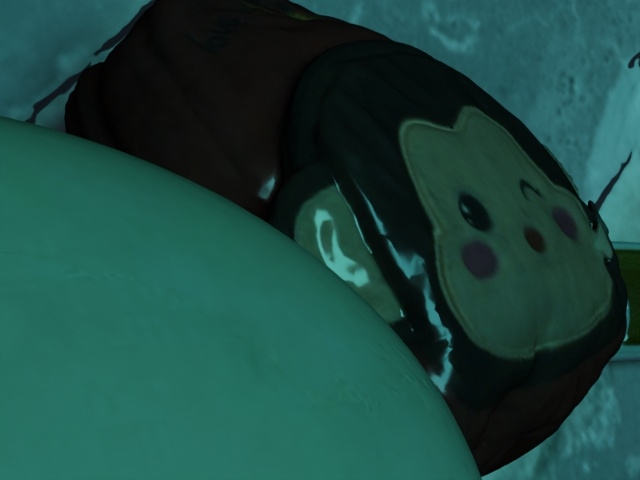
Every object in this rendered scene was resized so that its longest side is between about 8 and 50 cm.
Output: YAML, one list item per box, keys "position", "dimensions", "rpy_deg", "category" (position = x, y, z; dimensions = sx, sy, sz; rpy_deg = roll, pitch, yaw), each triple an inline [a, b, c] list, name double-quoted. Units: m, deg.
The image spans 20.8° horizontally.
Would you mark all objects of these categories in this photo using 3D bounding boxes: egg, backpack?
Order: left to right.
- position: [-0.132, 0.101, 0.418]
  dimensions: [0.388, 0.276, 0.276]
  rpy_deg: [-2, 76, -34]
  category: "egg"
- position: [0.001, -0.002, 0.648]
  dimensions: [0.229, 0.139, 0.229]
  rpy_deg: [35, 27, -21]
  category: "backpack"

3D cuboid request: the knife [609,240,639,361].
- position: [0.142, 0.028, 0.846]
  dimensions: [0.343, 0.027, 0.061]
  rpy_deg: [3, 69, -39]
  category: "knife"
